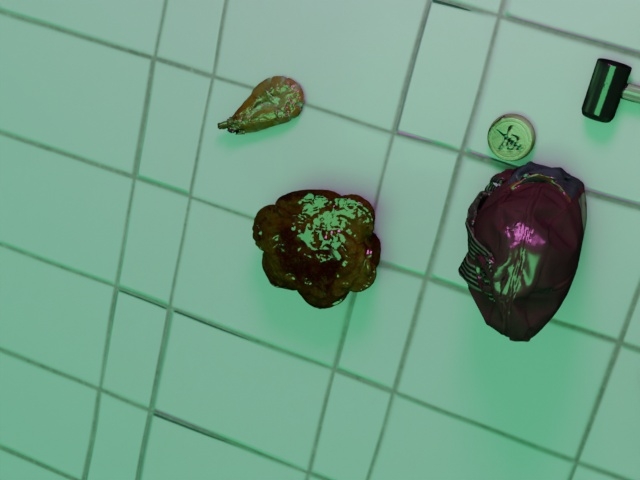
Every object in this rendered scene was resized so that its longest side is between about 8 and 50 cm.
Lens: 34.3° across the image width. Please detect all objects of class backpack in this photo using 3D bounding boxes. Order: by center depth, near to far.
[{"bbox_3d":[0.327,0.031,1.726,0.197,0.317,0.283,12,111,15],"label":"backpack"}]

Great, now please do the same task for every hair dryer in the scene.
[{"bbox_3d":[0.541,-0.231,1.719,0.197,0.057,0.100,16,112,9],"label":"hair dryer"}]

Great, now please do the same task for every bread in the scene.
[{"bbox_3d":[-0.005,0.011,1.940,0.246,0.135,0.232,3,107,19],"label":"bread"}]

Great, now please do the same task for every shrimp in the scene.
[{"bbox_3d":[-0.113,-0.247,1.959,0.184,0.043,0.091,-26,88,18],"label":"shrimp"}]

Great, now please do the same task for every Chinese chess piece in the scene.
[{"bbox_3d":[0.334,-0.180,1.815,0.084,0.034,0.084,6,109,18],"label":"Chinese chess piece"}]
